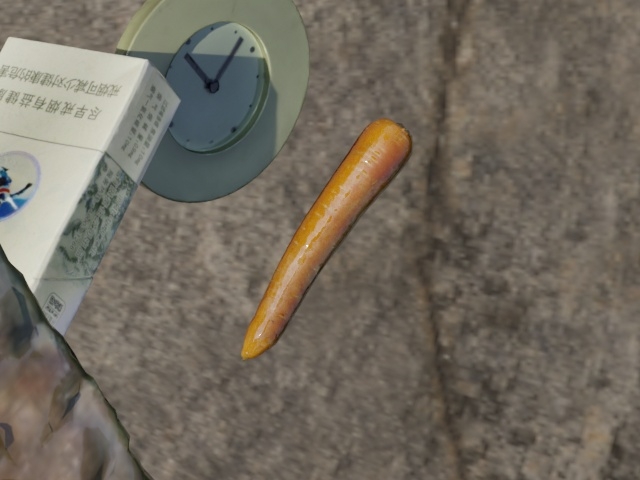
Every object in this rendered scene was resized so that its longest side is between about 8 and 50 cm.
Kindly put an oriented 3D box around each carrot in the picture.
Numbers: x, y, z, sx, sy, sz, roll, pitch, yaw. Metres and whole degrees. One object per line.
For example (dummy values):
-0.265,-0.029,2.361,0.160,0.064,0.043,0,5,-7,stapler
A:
0.000,0.000,1.022,0.037,0.037,0.190,34,91,-32,carrot

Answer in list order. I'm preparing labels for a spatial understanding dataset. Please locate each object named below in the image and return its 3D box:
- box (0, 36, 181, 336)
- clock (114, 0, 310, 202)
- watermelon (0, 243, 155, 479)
-0.249,-0.044,1.318,0.256,0.164,0.069,-66,148,-20,box
-0.107,-0.149,1.471,0.235,0.029,0.235,-21,123,-36,clock
-0.179,0.082,0.334,0.264,0.151,0.302,-55,139,-30,watermelon
